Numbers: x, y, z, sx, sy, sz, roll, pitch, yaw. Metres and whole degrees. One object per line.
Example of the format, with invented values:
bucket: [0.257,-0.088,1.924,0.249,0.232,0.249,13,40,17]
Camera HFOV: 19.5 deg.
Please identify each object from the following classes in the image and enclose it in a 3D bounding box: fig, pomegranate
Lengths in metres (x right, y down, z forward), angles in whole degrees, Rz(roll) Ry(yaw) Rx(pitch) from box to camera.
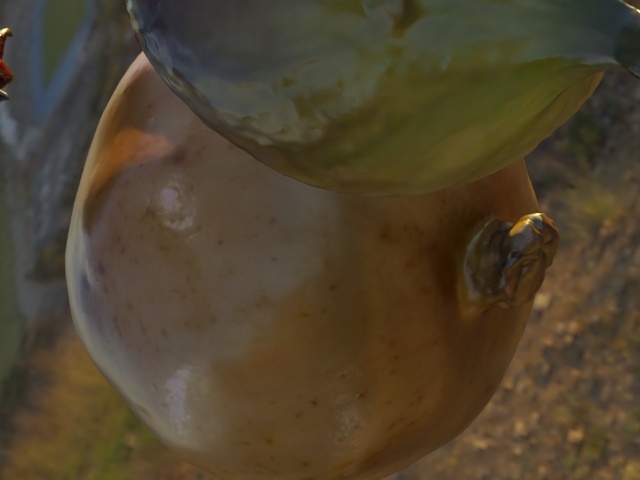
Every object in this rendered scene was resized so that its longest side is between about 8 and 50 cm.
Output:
fig: [0.044,-0.062,0.593,0.230,0.160,0.143,49,130,28]
pomegranate: [0.000,0.000,1.450,0.411,0.412,0.411,-45,34,43]

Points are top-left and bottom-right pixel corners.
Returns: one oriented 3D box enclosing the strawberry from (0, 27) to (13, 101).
strawberry: [-0.444,-0.182,1.605,0.292,0.343,0.292,-47,9,10]
